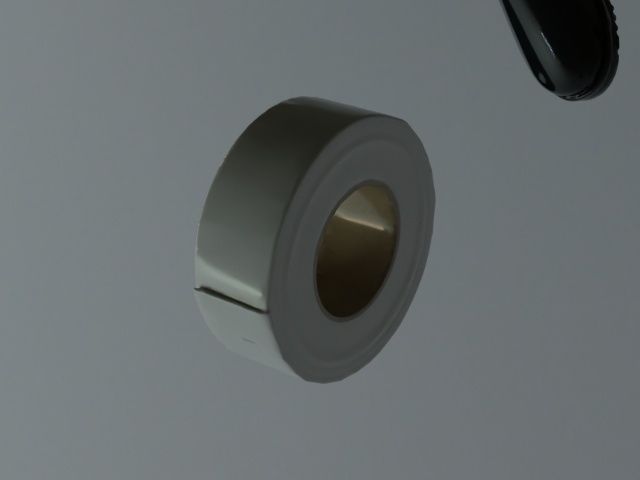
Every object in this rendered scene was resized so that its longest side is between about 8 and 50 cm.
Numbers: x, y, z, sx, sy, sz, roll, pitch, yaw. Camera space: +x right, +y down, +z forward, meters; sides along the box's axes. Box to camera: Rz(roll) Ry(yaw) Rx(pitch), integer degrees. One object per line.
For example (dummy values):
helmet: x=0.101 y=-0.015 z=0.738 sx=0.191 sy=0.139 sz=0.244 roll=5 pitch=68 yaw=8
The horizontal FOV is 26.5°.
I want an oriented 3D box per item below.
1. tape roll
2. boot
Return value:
tape roll: x=0.000 y=0.000 z=1.392 sx=0.100 sy=0.286 sz=0.286 roll=18 pitch=-128 yaw=34
boot: x=0.133 y=-0.229 z=1.137 sx=0.207 sy=0.246 sz=0.094 roll=-9 pitch=171 yaw=-40
